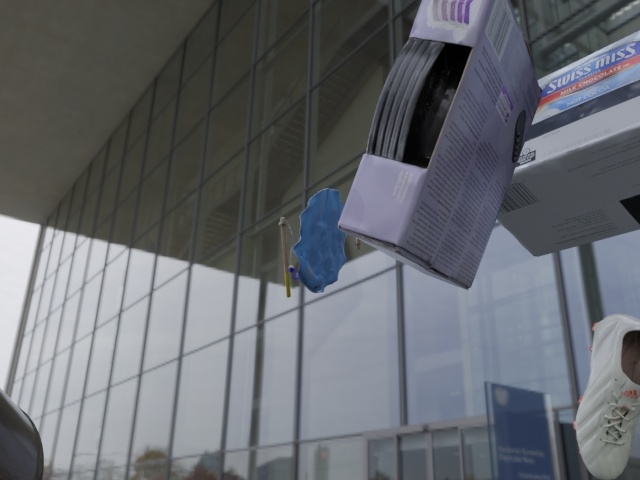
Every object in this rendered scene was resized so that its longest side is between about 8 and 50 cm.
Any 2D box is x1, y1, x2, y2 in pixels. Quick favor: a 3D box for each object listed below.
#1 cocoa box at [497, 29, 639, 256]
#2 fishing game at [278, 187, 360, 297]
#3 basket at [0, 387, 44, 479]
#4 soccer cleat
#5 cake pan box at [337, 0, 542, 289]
[{"bbox_3d":[0.473,-0.158,1.097,0.231,0.228,0.347,38,-37,-27],"label":"cocoa box"},{"bbox_3d":[0.000,0.000,1.117,0.041,0.189,0.264,8,25,29],"label":"fishing game"},{"bbox_3d":[-0.312,0.099,0.414,0.204,0.154,0.227,27,-37,46],"label":"basket"},{"bbox_3d":[0.343,0.183,0.736,0.068,0.196,0.076,8,-3,-13],"label":"soccer cleat"},{"bbox_3d":[0.131,-0.088,0.623,0.070,0.246,0.267,18,-2,28],"label":"cake pan box"}]
